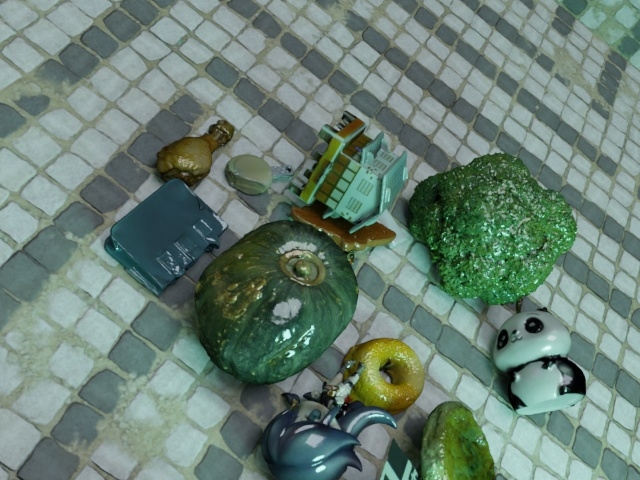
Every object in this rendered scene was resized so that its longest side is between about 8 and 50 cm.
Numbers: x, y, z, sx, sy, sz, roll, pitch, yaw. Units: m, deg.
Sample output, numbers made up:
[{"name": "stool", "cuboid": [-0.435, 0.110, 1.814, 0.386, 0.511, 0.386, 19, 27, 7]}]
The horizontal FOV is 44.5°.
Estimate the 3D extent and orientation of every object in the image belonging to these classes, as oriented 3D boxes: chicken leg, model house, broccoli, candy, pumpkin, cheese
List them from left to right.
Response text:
[{"name": "chicken leg", "cuboid": [-0.267, -0.202, 1.736, 0.107, 0.087, 0.251, 49, 42, -10]}, {"name": "cheese", "cuboid": [-0.137, -0.150, 1.801, 0.171, 0.047, 0.092, 11, 58, -26]}, {"name": "pumpkin", "cuboid": [-0.095, 0.118, 1.520, 0.327, 0.257, 0.291, -28, 64, -40]}, {"name": "candy", "cuboid": [0.000, 0.000, 1.800, 0.184, 0.049, 0.055, 35, 12, 4]}, {"name": "model house", "cuboid": [0.078, -0.153, 1.796, 0.215, 0.198, 0.224, 36, 27, 4]}, {"name": "broccoli", "cuboid": [0.406, -0.025, 1.891, 0.413, 0.310, 0.321, 5, 44, 13]}]

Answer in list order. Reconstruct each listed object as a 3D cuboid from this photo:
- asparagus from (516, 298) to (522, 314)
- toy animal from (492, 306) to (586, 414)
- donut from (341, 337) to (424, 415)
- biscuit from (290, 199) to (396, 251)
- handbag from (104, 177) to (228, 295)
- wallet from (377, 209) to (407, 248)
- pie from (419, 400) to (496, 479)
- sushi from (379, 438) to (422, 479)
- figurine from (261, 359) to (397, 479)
[{"name": "asparagus", "cuboid": [0.498, 0.207, 1.980, 0.016, 0.013, 0.166, 46, 46, -29]}, {"name": "toy animal", "cuboid": [0.505, 0.279, 1.831, 0.165, 0.187, 0.235, 16, 54, -52]}, {"name": "donut", "cuboid": [0.143, 0.288, 1.677, 0.190, 0.074, 0.174, 13, 56, -25]}, {"name": "biscuit", "cuboid": [0.054, -0.033, 1.824, 0.280, 0.043, 0.183, 13, 36, -30]}, {"name": "handbag", "cuboid": [-0.310, -0.007, 1.604, 0.179, 0.062, 0.229, 44, 49, -4]}, {"name": "wallet", "cuboid": [0.160, -0.042, 1.925, 0.061, 0.025, 0.122, -24, 75, -37]}, {"name": "pie", "cuboid": [0.282, 0.466, 1.587, 0.277, 0.078, 0.277, 35, 46, -46]}, {"name": "sushi", "cuboid": [0.092, 0.594, 1.434, 0.296, 0.099, 0.373, 59, 42, -37]}, {"name": "figurine", "cuboid": [0.009, 0.360, 1.494, 0.265, 0.175, 0.197, -22, 79, -30]}]
